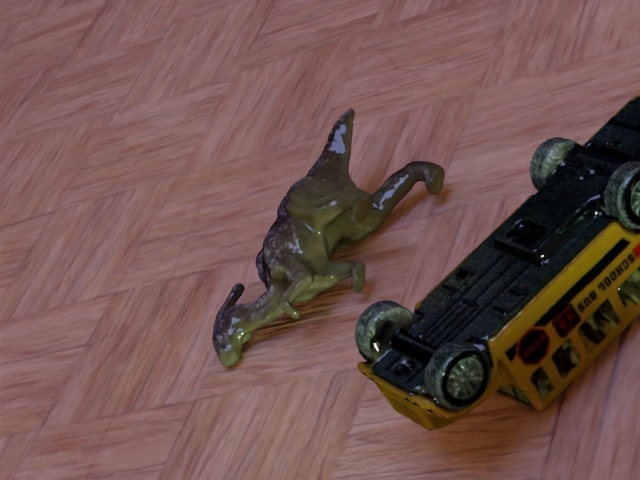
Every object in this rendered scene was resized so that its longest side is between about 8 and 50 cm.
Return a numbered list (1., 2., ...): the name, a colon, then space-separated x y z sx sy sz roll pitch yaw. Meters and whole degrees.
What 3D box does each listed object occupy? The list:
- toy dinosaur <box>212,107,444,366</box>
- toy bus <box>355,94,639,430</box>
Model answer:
1. toy dinosaur: -0.005 -0.004 1.580 0.162 0.077 0.294 6 49 50
2. toy bus: 0.185 0.024 1.296 0.335 0.123 0.121 -43 32 -14
